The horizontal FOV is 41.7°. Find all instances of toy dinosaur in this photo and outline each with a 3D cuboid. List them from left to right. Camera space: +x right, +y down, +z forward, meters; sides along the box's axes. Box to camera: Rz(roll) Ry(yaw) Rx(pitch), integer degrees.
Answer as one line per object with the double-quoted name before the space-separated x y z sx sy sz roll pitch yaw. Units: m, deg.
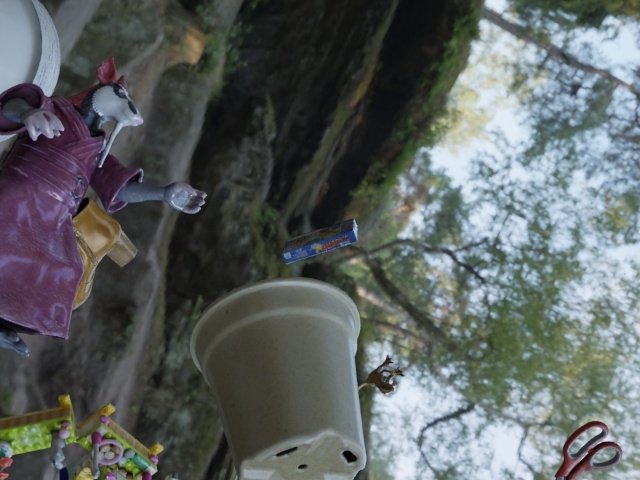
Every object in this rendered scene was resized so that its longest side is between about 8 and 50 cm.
"toy dinosaur" 0.131 0.328 2.000 0.112 0.064 0.211 -33 179 -18

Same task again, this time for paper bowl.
"paper bowl" -0.556 -0.293 1.278 0.148 0.284 0.284 78 34 -86

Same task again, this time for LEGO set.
"LEGO set" -0.277 0.250 0.905 0.132 0.287 0.107 -58 -155 16

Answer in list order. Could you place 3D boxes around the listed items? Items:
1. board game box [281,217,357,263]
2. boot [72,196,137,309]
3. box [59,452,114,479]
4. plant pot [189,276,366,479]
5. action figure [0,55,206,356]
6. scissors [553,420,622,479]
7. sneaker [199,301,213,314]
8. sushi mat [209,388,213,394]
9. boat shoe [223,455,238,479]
"board game box" 0.000 0.000 2.257 0.201 0.035 0.136 -18 -166 8
"boot" -0.585 0.037 1.909 0.295 0.211 0.104 -38 -137 1
"box" -0.420 0.473 1.594 0.137 0.072 0.126 -31 -134 12
"plant pot" -0.057 0.288 1.518 0.334 0.333 0.306 -54 -145 33
"action figure" -0.327 -0.056 0.996 0.275 0.248 0.370 1 -124 37
"scissors" 0.471 0.475 1.676 0.297 0.109 0.021 -44 -168 16
"sneaker" -0.209 0.199 2.143 0.106 0.234 0.078 28 -82 56
"sushi mat" -0.224 0.389 2.297 0.152 0.019 0.316 -64 -156 -4
"boat shoe" -0.183 0.575 1.986 0.104 0.089 0.285 -98 -156 -77
